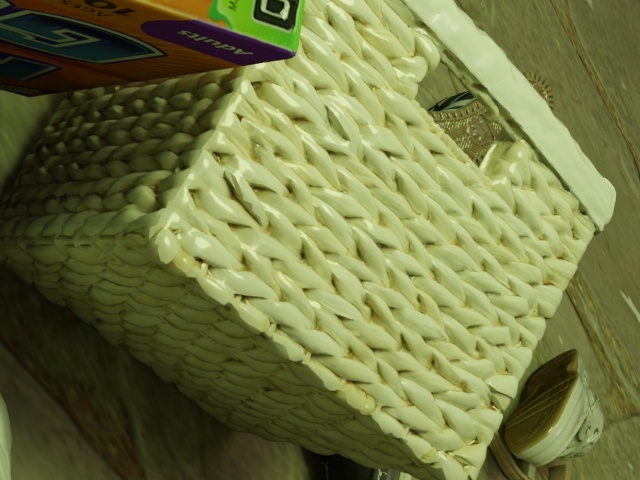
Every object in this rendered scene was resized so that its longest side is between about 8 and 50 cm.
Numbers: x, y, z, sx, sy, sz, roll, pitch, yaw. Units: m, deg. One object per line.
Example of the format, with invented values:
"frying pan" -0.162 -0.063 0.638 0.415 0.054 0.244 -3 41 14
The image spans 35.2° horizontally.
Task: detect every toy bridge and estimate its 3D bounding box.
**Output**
"toy bridge" 0.248 0.267 1.225 0.188 0.026 0.063 42 45 -29

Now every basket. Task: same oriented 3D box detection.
"basket" -0.029 -0.020 0.763 0.328 0.331 0.266 41 67 -29

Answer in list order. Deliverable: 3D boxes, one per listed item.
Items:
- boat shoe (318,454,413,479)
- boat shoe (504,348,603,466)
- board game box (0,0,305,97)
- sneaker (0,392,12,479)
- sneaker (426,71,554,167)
"boat shoe" 0.029 0.162 0.962 0.092 0.102 0.285 35 44 -28
"boat shoe" 0.294 0.213 1.203 0.096 0.098 0.277 56 25 2
"board game box" -0.228 -0.301 0.549 0.356 0.356 0.357 11 87 -38
"sneaker" -0.248 0.067 0.617 0.108 0.169 0.293 -7 93 -21
"sneaker" 0.139 -0.118 1.242 0.282 0.153 0.099 -25 95 -22
